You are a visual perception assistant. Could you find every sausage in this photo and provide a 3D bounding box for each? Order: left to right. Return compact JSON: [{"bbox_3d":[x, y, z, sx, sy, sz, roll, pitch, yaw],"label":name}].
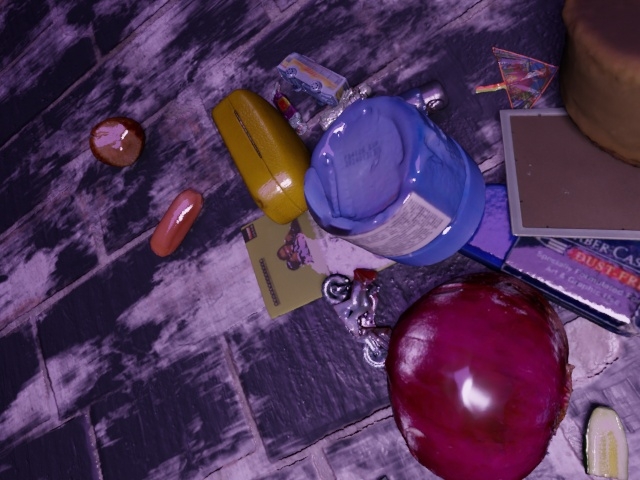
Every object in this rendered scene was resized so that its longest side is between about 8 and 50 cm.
[{"bbox_3d":[-0.371,-0.046,1.088,0.077,0.077,0.194,35,92,25],"label":"sausage"}]

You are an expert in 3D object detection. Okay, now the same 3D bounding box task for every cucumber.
[{"bbox_3d":[0.453,0.322,0.680,0.067,0.035,0.108,7,79,6],"label":"cucumber"}]

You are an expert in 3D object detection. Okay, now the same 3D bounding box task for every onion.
[{"bbox_3d":[0.235,0.210,0.670,0.281,0.260,0.337,22,93,31],"label":"onion"}]

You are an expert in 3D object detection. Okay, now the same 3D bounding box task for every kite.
[{"bbox_3d":[0.400,-0.327,0.863,0.159,0.010,0.190,-16,72,19],"label":"kite"}]

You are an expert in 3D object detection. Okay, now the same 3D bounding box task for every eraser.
[{"bbox_3d":[0.407,0.020,0.730,0.332,0.101,0.155,30,90,25],"label":"eraser"}]

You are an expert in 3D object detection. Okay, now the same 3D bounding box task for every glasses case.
[{"bbox_3d":[-0.109,-0.196,0.946,0.141,0.173,0.371,-36,55,8],"label":"glasses case"}]

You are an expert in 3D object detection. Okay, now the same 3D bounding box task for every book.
[{"bbox_3d":[0.000,0.000,0.943,0.352,0.035,0.239,-26,71,15],"label":"book"}]

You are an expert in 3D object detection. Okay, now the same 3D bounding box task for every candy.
[{"bbox_3d":[-0.083,-0.328,1.047,0.045,0.043,0.175,-42,66,20],"label":"candy"}]

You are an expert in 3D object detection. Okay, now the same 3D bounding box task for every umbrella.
[{"bbox_3d":[0.058,-0.306,0.974,0.143,0.067,0.062,-39,37,17],"label":"umbrella"}]

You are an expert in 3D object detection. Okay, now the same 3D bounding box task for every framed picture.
[{"bbox_3d":[0.440,-0.123,0.729,0.232,0.019,0.296,3,58,13],"label":"framed picture"}]

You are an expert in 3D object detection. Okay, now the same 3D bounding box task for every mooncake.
[{"bbox_3d":[0.585,-0.310,0.636,0.393,0.246,0.394,-20,56,13],"label":"mooncake"}]

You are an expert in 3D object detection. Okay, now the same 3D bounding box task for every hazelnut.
[{"bbox_3d":[-0.574,-0.281,1.202,0.154,0.143,0.143,-47,65,-2],"label":"hazelnut"}]

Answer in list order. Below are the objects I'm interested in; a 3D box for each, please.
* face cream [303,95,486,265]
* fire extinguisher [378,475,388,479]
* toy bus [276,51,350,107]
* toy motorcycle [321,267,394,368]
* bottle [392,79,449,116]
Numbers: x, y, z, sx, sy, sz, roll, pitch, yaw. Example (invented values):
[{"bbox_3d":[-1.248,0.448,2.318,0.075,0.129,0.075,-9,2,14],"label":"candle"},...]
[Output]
[{"bbox_3d":[0.128,-0.095,0.737,0.248,0.225,0.249,-15,67,38],"label":"face cream"},{"bbox_3d":[0.134,0.485,0.784,0.083,0.022,0.028,56,140,22],"label":"fire extinguisher"},{"bbox_3d":[-0.018,-0.390,1.024,0.190,0.064,0.075,39,89,25],"label":"toy bus"},{"bbox_3d":[0.097,0.145,0.848,0.122,0.082,0.213,-36,79,16],"label":"toy motorcycle"},{"bbox_3d":[0.152,-0.267,0.917,0.244,0.072,0.082,-22,41,16],"label":"bottle"}]
